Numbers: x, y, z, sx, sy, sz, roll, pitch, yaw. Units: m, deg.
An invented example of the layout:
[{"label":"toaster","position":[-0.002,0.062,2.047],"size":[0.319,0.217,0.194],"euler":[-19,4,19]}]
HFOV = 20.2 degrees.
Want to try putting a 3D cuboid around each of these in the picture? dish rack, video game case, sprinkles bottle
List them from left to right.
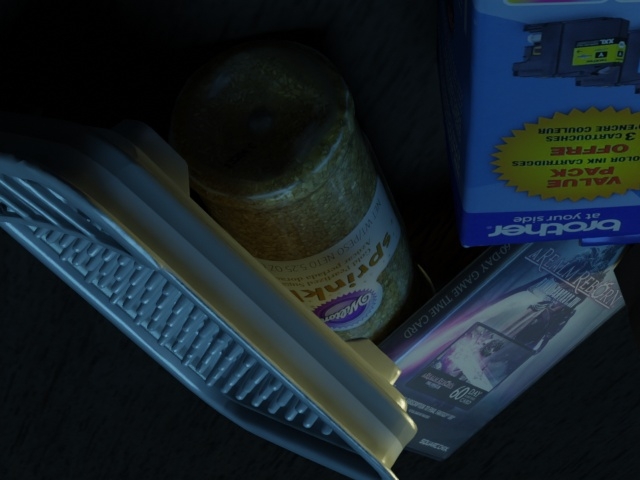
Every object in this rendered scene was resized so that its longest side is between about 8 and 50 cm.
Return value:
[{"label":"dish rack","position":[-0.091,0.023,1.151],"size":[0.333,0.072,0.285],"euler":[45,164,-26]},{"label":"sprinkles bottle","position":[0.000,0.000,1.252],"size":[0.121,0.121,0.355],"euler":[-9,152,10]},{"label":"video game case","position":[0.144,0.057,1.331],"size":[0.274,0.026,0.196],"euler":[-42,150,13]}]

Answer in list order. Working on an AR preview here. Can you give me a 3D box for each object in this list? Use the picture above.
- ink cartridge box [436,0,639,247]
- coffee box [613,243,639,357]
[{"label":"ink cartridge box","position":[0.204,-0.125,1.010],"size":[0.270,0.151,0.395],"euler":[-4,154,1]},{"label":"coffee box","position":[0.385,0.019,1.283],"size":[0.297,0.119,0.168],"euler":[-6,153,-18]}]
